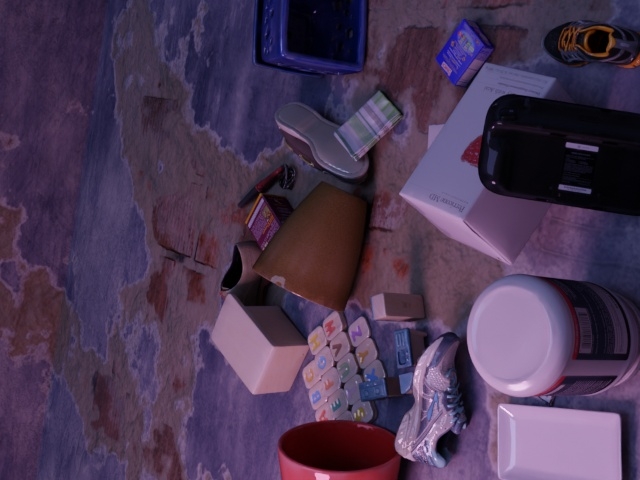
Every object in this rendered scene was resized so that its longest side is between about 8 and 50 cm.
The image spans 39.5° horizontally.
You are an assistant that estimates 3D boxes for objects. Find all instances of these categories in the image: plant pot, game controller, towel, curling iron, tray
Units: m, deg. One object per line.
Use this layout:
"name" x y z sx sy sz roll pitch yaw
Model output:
"plant pot" -0.040 -0.519 2.163 0.212 0.236 0.236 -3 84 58
"game controller" 0.420 -0.138 1.459 0.067 0.319 0.166 -90 9 -77
"towel" 0.106 -0.267 2.057 0.152 0.023 0.113 -44 50 11
"plant pot" 0.038 0.547 1.910 0.275 0.275 0.243 15 107 53
"curling iron" -0.154 -0.138 2.420 0.274 0.035 0.068 -24 66 49
"plant pot" 0.000 0.000 2.068 0.237 0.237 0.254 27 93 51
"tray" 0.426 0.370 1.589 0.270 0.030 0.145 -7 81 52

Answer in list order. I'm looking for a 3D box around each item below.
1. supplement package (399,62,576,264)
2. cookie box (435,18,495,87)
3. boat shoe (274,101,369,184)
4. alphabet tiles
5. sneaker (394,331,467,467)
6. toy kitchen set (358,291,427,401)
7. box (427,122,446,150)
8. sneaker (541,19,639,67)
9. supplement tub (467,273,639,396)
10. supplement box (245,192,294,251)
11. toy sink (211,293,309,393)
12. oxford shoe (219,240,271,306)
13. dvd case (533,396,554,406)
"supplement package" 0.317 -0.139 1.594 0.177 0.175 0.293 29 84 50
"cookie box" 0.298 -0.387 1.848 0.107 0.040 0.092 -53 47 34
"boat shoe" 0.009 -0.222 2.165 0.324 0.116 0.097 40 159 36
"alphabet tiles" 0.048 0.317 2.106 0.278 0.021 0.284 -46 51 40
"sneaker" 0.250 0.323 1.794 0.122 0.110 0.283 21 106 34
"toy kitchen set" 0.132 0.231 1.912 0.166 0.122 0.207 -22 68 45
"box" 0.288 -0.148 1.788 0.130 0.091 0.170 3 88 54
"sneaker" 0.471 -0.354 1.580 0.215 0.083 0.084 18 102 54
"supplement tub" 0.389 0.157 1.453 0.191 0.272 0.191 -10 77 47
"supplement box" -0.109 -0.025 2.309 0.104 0.081 0.188 -61 43 28
"toy sink" -0.154 0.259 2.293 0.234 0.131 0.153 44 120 41
"oxford shoe" -0.226 0.158 2.399 0.123 0.130 0.348 28 107 51
"dvd case" 0.410 0.233 1.643 0.087 0.013 0.119 32 111 50
